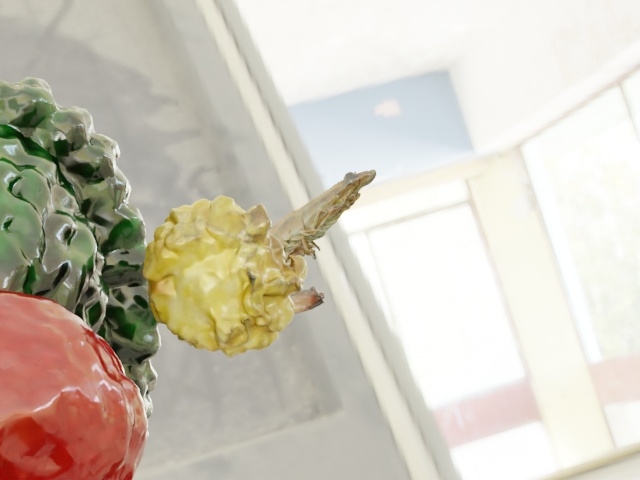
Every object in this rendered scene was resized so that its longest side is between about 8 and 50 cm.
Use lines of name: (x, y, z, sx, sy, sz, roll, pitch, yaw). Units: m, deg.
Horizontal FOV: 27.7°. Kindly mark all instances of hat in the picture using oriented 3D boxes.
hat: (-0.167, 0.045, 0.641, 0.242, 0.274, 0.332, -38, 21, -18)

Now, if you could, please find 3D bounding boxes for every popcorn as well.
popcorn: (-0.048, 0.016, 0.649, 0.083, 0.082, 0.057, -56, -5, 18)

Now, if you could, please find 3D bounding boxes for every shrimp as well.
shrimp: (0.000, 0.000, 0.944, 0.025, 0.091, 0.127, 27, -62, -37)
